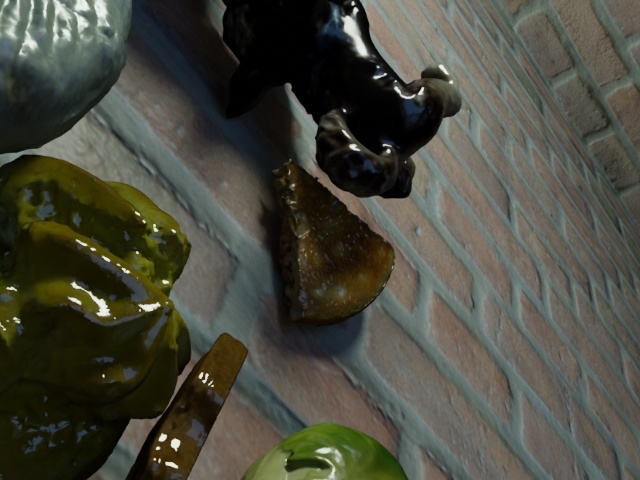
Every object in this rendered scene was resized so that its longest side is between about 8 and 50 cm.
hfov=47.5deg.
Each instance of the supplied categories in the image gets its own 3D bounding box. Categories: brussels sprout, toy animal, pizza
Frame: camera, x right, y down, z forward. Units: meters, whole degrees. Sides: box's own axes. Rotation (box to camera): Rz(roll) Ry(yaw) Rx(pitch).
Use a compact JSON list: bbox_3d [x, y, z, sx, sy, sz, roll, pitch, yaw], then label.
[{"bbox_3d":[0.004,0.231,0.589,0.161,0.144,0.180,-60,139,-16],"label":"brussels sprout"},{"bbox_3d":[0.003,-0.198,0.855,0.344,0.194,0.303,45,30,3],"label":"toy animal"},{"bbox_3d":[0.000,0.000,0.844,0.201,0.053,0.193,-16,81,-48],"label":"pizza"}]

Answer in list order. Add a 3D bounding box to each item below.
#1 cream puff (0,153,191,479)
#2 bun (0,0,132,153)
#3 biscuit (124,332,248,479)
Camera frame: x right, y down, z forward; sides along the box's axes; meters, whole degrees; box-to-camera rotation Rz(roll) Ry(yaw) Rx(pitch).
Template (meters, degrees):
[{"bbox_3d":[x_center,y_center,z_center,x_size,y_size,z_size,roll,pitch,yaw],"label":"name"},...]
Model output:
[{"bbox_3d":[-0.161,0.053,0.442,0.195,0.195,0.221,38,41,-36],"label":"cream puff"},{"bbox_3d":[-0.278,-0.190,0.430,0.354,0.194,0.354,41,34,-36],"label":"bun"},{"bbox_3d":[-0.110,0.165,0.442,0.034,0.182,0.215,26,41,-2],"label":"biscuit"}]
